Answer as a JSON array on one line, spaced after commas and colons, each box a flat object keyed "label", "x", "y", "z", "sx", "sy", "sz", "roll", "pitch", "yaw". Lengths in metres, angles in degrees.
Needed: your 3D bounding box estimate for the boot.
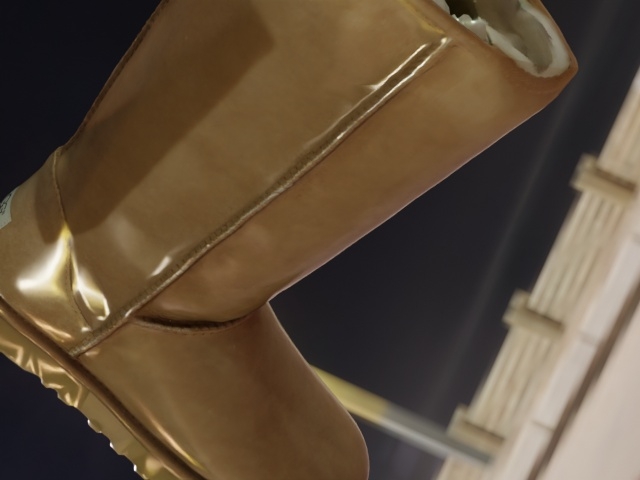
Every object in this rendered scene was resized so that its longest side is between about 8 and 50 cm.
[{"label": "boot", "x": 0.000, "y": 0.000, "z": 0.728, "sx": 0.269, "sy": 0.236, "sz": 0.089, "roll": -39, "pitch": 26, "yaw": 35}]
